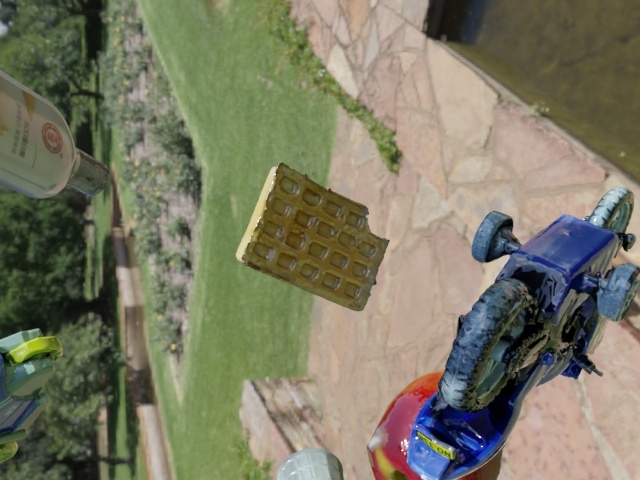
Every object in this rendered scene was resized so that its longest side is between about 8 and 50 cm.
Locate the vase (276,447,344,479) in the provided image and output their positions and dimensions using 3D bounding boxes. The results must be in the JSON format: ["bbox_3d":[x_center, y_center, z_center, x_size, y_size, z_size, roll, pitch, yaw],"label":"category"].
[{"bbox_3d":[0.008,0.453,1.061,0.299,0.143,0.143,-113,29,-63],"label":"vase"}]

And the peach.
[{"bbox_3d":[0.260,0.420,1.484,0.281,0.338,0.281,21,124,35],"label":"peach"}]

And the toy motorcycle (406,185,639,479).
[{"bbox_3d":[0.169,0.066,0.547,0.113,0.315,0.169,27,126,31],"label":"toy motorcycle"}]

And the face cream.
[{"bbox_3d":[-0.379,-0.126,0.908,0.291,0.070,0.144,42,-139,-64],"label":"face cream"}]

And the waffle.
[{"bbox_3d":[0.000,0.000,0.601,0.021,0.135,0.092,13,81,56],"label":"waffle"}]

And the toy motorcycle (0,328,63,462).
[{"bbox_3d":[-0.580,0.255,1.178,0.326,0.199,0.191,-41,69,32],"label":"toy motorcycle"}]
